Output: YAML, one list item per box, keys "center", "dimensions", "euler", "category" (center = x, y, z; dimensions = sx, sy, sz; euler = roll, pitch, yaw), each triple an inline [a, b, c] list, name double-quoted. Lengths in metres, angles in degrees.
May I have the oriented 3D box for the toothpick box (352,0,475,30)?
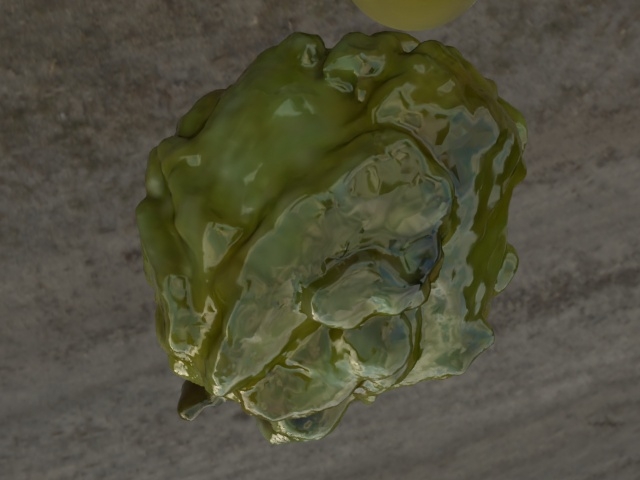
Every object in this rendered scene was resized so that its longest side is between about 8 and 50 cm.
- center: [0.081, -0.275, 0.818]
  dimensions: [0.175, 0.175, 0.271]
  euler: [-27, 174, 1]
  category: "toothpick box"

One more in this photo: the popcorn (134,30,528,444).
- center: [0.000, 0.000, 0.571]
  dimensions: [0.233, 0.192, 0.266]
  euler: [2, 123, -52]
  category: "popcorn"
